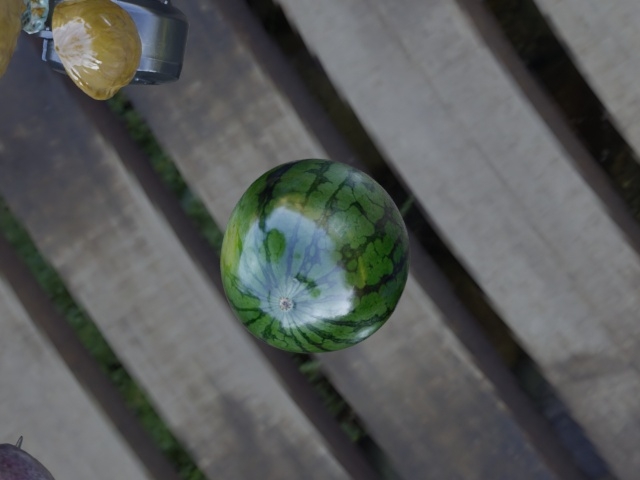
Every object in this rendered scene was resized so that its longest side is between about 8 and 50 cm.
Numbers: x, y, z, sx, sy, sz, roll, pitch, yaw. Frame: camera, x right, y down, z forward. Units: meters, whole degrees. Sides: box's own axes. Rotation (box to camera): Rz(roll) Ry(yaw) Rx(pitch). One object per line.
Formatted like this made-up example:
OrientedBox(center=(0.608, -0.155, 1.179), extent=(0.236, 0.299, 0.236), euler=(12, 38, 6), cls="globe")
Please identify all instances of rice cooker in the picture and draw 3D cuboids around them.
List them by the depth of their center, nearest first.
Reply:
OrientedBox(center=(-0.216, -0.213, 1.816), extent=(0.165, 0.112, 0.106), euler=(19, 96, 27), cls="rice cooker")

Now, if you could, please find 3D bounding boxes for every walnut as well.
OrientedBox(center=(-0.184, -0.171, 1.500), extent=(0.052, 0.121, 0.091), euler=(-18, 95, 18), cls="walnut")

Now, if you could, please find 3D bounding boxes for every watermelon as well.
OrientedBox(center=(0.000, 0.000, 1.285), extent=(0.141, 0.187, 0.140), euler=(8, 125, 12), cls="watermelon")

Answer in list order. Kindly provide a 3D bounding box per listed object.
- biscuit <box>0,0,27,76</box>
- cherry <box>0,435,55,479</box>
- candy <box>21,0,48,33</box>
OrientedBox(center=(-0.281, -0.080, 0.973), extent=(0.296, 0.296, 0.075), euler=(-16, 136, 36), cls="biscuit")
OrientedBox(center=(-0.278, 0.228, 1.346), extent=(0.140, 0.176, 0.176), euler=(34, 129, -15), cls="cherry")
OrientedBox(center=(-0.242, -0.147, 1.176), extent=(0.046, 0.182, 0.053), euler=(0, 112, 36), cls="candy")
